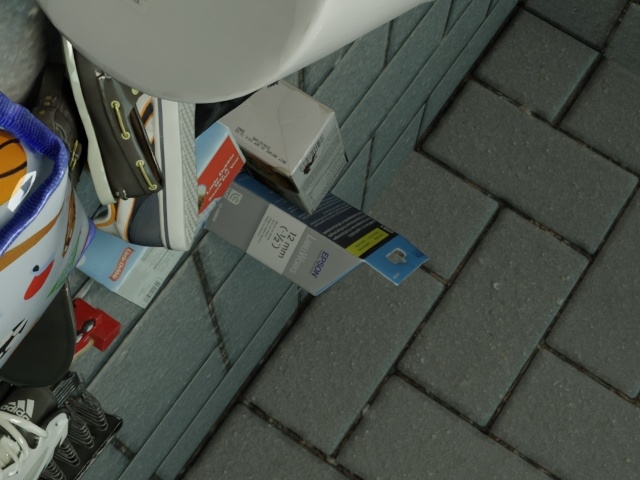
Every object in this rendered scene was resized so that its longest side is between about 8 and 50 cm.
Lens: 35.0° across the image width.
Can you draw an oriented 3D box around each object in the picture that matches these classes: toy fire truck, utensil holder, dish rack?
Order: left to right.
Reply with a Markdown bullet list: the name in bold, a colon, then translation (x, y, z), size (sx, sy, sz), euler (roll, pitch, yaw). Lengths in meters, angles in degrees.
- **dish rack**: translation (-0.419, 0.324, 1.625), size (0.208, 0.074, 0.271), euler (-53, 169, -23)
- **toy fire truck**: translation (-0.360, 0.152, 1.446), size (0.192, 0.047, 0.135), euler (-49, 168, -36)
- **utensil holder**: translation (-0.022, -0.316, 0.831), size (0.385, 0.328, 0.327), euler (-41, 161, -51)

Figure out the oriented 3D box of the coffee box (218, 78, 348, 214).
- **coffee box**: translation (-0.064, -0.155, 1.564), size (0.118, 0.168, 0.297), euler (-56, 171, -5)

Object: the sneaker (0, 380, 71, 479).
- **sneaker**: translation (-0.403, 0.240, 1.115), size (0.447, 0.169, 0.257), euler (116, -1, -64)

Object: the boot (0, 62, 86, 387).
- **boot**: translation (-0.266, -0.014, 0.995), size (0.229, 0.091, 0.262), euler (-94, -168, -56)

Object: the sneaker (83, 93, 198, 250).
- **sneaker**: translation (-0.200, -0.144, 1.105), size (0.126, 0.128, 0.321), euler (-70, 165, -72)

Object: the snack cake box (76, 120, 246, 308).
- **snack cake box**: translation (-0.219, -0.046, 1.388), size (0.264, 0.089, 0.152), euler (-56, 168, -8)

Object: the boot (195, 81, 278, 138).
- **boot**: translation (-0.022, -0.351, 1.290), size (0.445, 0.146, 0.367), euler (-37, 157, -51)

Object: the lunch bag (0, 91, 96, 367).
- **lunch bag**: translation (-0.331, 0.070, 0.656), size (0.385, 0.239, 0.328), euler (-54, -177, -13)

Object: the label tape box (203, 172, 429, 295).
- **label tape box**: translation (0.000, 0.000, 1.820), size (0.115, 0.348, 0.249), euler (-60, 169, 19)

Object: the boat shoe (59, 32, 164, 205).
- **boat shoe**: translation (-0.204, -0.141, 0.994), size (0.081, 0.069, 0.227), euler (-105, -173, -54)
